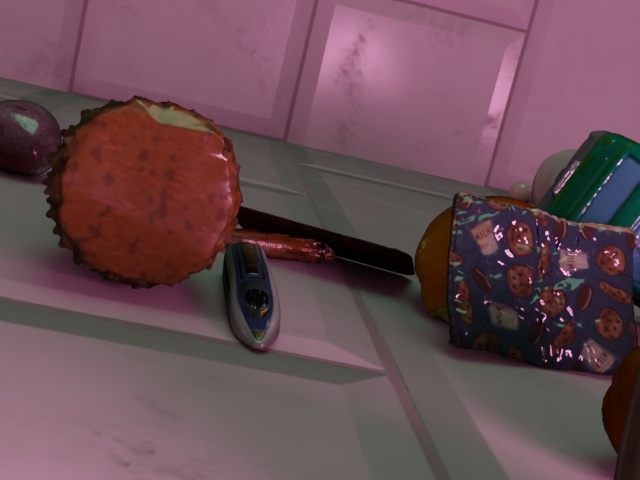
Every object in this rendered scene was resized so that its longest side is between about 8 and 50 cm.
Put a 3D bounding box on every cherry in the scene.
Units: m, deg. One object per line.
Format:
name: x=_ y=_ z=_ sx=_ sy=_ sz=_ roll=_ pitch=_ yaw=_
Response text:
cherry: x=-0.477 y=-0.147 z=1.340 sx=0.188 sy=0.115 sz=0.148 roll=-7 pitch=61 yaw=-43

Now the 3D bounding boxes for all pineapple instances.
pineapple: x=-0.209 y=-0.062 z=1.012 sx=0.202 sy=0.202 sz=0.362 roll=10 pitch=5 yaw=-18

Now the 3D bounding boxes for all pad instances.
pad: x=0.000 y=0.000 z=1.241 sx=0.267 sy=0.004 sz=0.181 roll=15 pitch=-10 yaw=11

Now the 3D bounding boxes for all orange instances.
orange: x=0.216 y=0.022 z=1.158 sx=0.179 sy=0.158 sz=0.237 roll=0 pitch=7 yaw=23

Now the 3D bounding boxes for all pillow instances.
pillow: x=0.257 y=0.052 z=1.029 sx=0.255 sy=0.189 sz=0.034 roll=12 pitch=-20 yaw=-19

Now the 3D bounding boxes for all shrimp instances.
shrimp: x=-0.071 y=0.004 z=1.244 sx=0.178 sy=0.034 sz=0.124 roll=8 pitch=5 yaw=-15

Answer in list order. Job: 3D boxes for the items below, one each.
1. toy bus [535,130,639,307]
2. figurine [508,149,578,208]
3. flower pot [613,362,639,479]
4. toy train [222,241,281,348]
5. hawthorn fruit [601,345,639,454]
toy bus: x=0.482 y=0.010 z=1.245 sx=0.343 sy=0.183 sz=0.199 roll=30 pitch=9 yaw=-24
figurine: x=0.371 y=-0.037 z=1.383 sx=0.144 sy=0.257 sz=0.182 roll=2 pitch=18 yaw=-37
flower pot: x=0.267 y=0.137 z=0.455 sx=0.202 sy=0.212 sz=0.212 roll=8 pitch=10 yaw=7
toy train: x=-0.071 y=0.053 z=0.946 sx=0.055 sy=0.048 sz=0.252 roll=9 pitch=12 yaw=-11
hawthorn fruit: x=0.326 y=0.134 z=0.714 sx=0.189 sy=0.189 sz=0.189 roll=13 pitch=11 yaw=-3
